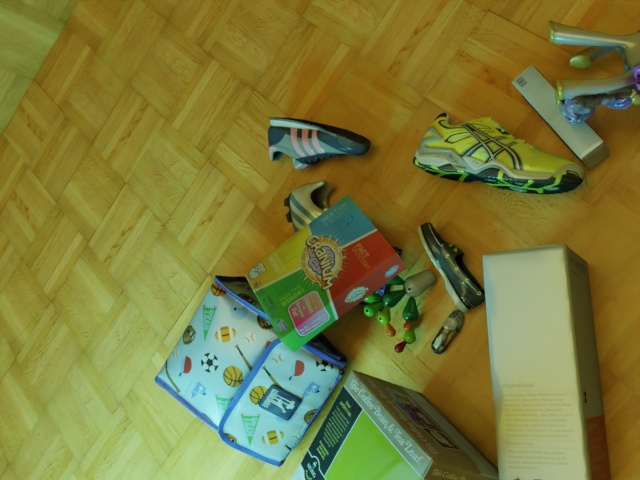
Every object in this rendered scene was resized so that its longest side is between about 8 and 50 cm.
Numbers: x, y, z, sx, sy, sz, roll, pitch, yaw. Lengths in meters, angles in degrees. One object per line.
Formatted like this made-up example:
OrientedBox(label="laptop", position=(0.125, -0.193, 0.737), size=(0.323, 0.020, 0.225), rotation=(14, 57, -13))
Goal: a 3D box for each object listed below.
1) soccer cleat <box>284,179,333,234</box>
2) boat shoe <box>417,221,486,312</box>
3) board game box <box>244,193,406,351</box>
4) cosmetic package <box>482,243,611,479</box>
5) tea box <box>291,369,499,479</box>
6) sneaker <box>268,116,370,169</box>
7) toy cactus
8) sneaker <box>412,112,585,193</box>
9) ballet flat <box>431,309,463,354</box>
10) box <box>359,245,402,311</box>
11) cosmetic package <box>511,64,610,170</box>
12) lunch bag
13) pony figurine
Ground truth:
OrientedBox(label="soccer cleat", position=(0.000, 0.000, 1.688), size=(0.143, 0.116, 0.332), rotation=(-23, 68, 27))
OrientedBox(label="boat shoe", position=(0.297, 0.049, 1.515), size=(0.068, 0.081, 0.228), rotation=(-33, 71, 19))
OrientedBox(label="board game box", position=(0.003, 0.068, 1.542), size=(0.316, 0.064, 0.242), rotation=(-37, 46, 1))
OrientedBox(label="cosmetic package", position=(0.437, 0.253, 1.292), size=(0.161, 0.230, 0.454), rotation=(-9, 76, 30))
OrientedBox(label="tea box", position=(0.139, 0.499, 1.363), size=(0.324, 0.219, 0.329), rotation=(-62, 30, 8))
OrientedBox(label="sneaker", position=(-0.008, -0.241, 1.767), size=(0.318, 0.112, 0.131), rotation=(20, 108, 36))
OrientedBox(label="toy cactus", position=(0.183, 0.132, 1.556), size=(0.180, 0.112, 0.219), rotation=(-30, 74, -7))
OrientedBox(label="sneaker", position=(0.385, -0.196, 1.471), size=(0.384, 0.145, 0.147), rotation=(16, 89, 32))
OrientedBox(label="ballet flat", position=(0.285, 0.206, 1.510), size=(0.041, 0.041, 0.114), rotation=(33, 98, 33))
OrientedBox(label="box", position=(0.122, 0.080, 1.646), size=(0.116, 0.029, 0.162), rotation=(17, 88, 33))
OrientedBox(label="cosmetic package", position=(0.513, -0.263, 1.431), size=(0.060, 0.099, 0.239), rotation=(-40, 62, 17))
OrientedBox(label="lunch bag", position=(-0.163, 0.319, 1.663), size=(0.385, 0.239, 0.328), rotation=(35, 99, 16))
OrientedBox(label="pony figurine", position=(0.635, -0.322, 1.268), size=(0.363, 0.303, 0.351), rotation=(-5, 51, 17))
